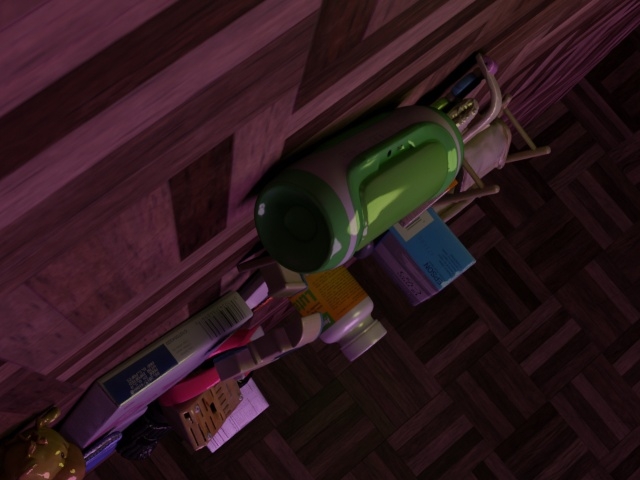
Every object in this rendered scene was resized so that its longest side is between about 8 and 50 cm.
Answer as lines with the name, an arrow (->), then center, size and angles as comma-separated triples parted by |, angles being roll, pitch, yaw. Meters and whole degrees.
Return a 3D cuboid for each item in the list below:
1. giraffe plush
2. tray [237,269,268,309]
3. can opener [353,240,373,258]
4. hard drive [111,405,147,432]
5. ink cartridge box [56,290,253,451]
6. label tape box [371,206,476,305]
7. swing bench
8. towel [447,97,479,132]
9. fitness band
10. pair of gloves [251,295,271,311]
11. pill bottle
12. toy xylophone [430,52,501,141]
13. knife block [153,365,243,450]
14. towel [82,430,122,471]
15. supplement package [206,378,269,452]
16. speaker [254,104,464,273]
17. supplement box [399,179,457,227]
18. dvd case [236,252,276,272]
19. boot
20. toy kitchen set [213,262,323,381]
giraffe plush -> -0.410, 0.334, 1.232 | 0.210, 0.181, 0.170 | 18, 119, -42
tray -> -0.122, 0.093, 1.685 | 0.145, 0.030, 0.270 | -35, 174, -43
can opener -> 0.035, 0.036, 1.924 | 0.076, 0.095, 0.283 | -36, 173, -28
hard drive -> -0.524, 0.447, 1.825 | 0.233, 0.047, 0.353 | -40, 175, 8
ink cartridge box -> -0.311, 0.253, 1.547 | 0.324, 0.071, 0.330 | -35, 172, -43
label tape box -> 0.182, 0.016, 1.927 | 0.115, 0.249, 0.347 | -38, 175, -16
swing bench -> 0.330, -0.165, 1.940 | 0.253, 0.165, 0.255 | -35, 179, -41
towel -> 0.155, -0.139, 1.532 | 0.282, 0.049, 0.187 | -38, 175, -19
fitness band -> -0.224, 0.254, 1.779 | 0.209, 0.054, 0.291 | -19, -169, 21
pair of gloves -> -0.143, 0.151, 2.143 | 0.074, 0.010, 0.083 | -36, 171, -20
pill bottle -> 0.024, 0.129, 1.816 | 0.136, 0.245, 0.136 | -39, 175, -4
toy xylophone -> 0.151, -0.141, 1.288 | 0.323, 0.081, 0.236 | -40, 176, 9
knife block -> -0.301, 0.349, 1.819 | 0.242, 0.088, 0.275 | -16, -167, 23
towel -> -0.469, 0.441, 1.586 | 0.243, 0.040, 0.336 | -37, 177, -20
supplement package -> -0.293, 0.438, 2.391 | 0.203, 0.149, 0.194 | -38, -152, -17
speaker -> 0.055, -0.068, 1.013 | 0.296, 0.131, 0.131 | -33, 172, -46
supplement box -> 0.160, -0.068, 1.332 | 0.098, 0.036, 0.062 | -42, 176, 24
dvd case -> 0.000, 0.000, 1.309 | 0.221, 0.018, 0.164 | -18, -177, 44
boot -> -0.352, 0.409, 2.194 | 0.348, 0.131, 0.260 | -19, 156, -43
toy kitchen set -> -0.096, 0.124, 1.499 | 0.207, 0.166, 0.122 | -29, 170, 29
